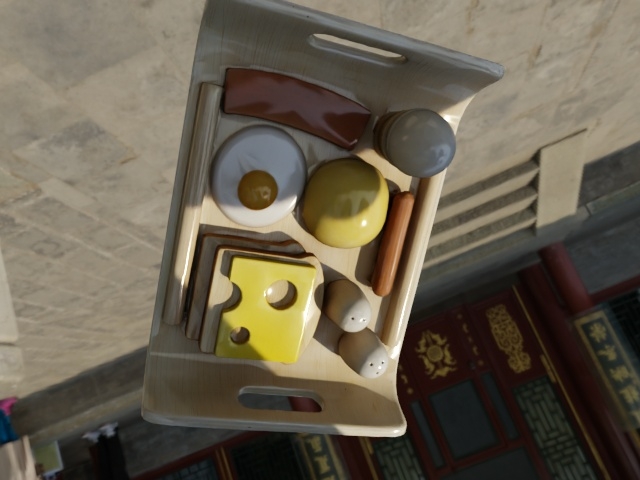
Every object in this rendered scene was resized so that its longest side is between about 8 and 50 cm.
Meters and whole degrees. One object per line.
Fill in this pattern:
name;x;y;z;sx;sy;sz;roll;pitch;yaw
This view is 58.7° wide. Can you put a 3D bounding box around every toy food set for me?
toy food set;0.000;0.000;0.423;0.219;0.306;0.092;9;-169;-18
